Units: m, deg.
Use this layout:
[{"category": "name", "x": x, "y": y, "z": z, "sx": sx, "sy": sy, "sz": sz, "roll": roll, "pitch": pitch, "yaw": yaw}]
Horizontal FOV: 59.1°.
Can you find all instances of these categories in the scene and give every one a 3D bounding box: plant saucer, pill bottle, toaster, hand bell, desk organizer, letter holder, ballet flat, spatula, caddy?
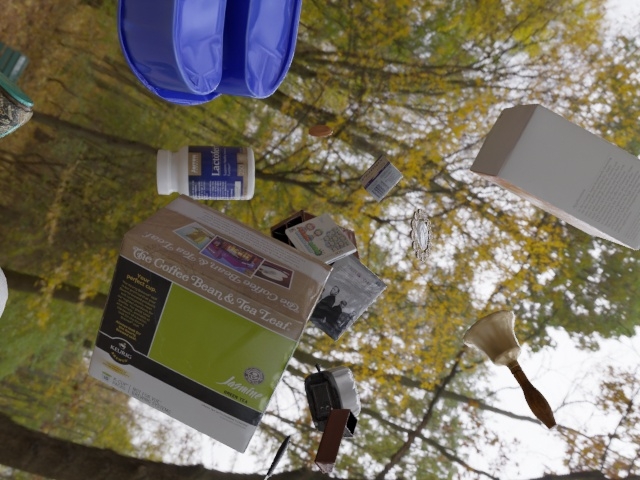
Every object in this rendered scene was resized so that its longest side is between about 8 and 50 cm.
[{"category": "plant saucer", "x": 0.000, "y": -0.375, "z": 1.926, "sx": 0.084, "sy": 0.083, "sz": 0.013, "roll": -99, "pitch": -176, "yaw": -55}, {"category": "pill bottle", "x": -0.324, "y": -0.192, "z": 1.600, "sx": 0.153, "sy": 0.264, "sz": 0.153, "roll": 179, "pitch": -90, "yaw": -78}, {"category": "toaster", "x": 0.040, "y": 0.501, "z": 1.840, "sx": 0.129, "sy": 0.146, "sz": 0.227, "roll": -22, "pitch": -101, "yaw": 30}, {"category": "hand bell", "x": 0.410, "y": 0.277, "z": 1.168, "sx": 0.126, "sy": 0.126, "sz": 0.242, "roll": -49, "pitch": -134, "yaw": 26}, {"category": "desk organizer", "x": 0.035, "y": 0.427, "z": 1.207, "sx": 0.050, "sy": 0.047, "sz": 0.130, "roll": -11, "pitch": -143, "yaw": 30}, {"category": "letter holder", "x": -0.006, "y": 0.055, "z": 1.957, "sx": 0.152, "sy": 0.301, "sz": 0.215, "roll": -27, "pitch": -119, "yaw": 31}, {"category": "ballet flat", "x": -0.963, "y": -0.470, "z": 1.486, "sx": 0.182, "sy": 0.483, "sz": 0.164, "roll": -39, "pitch": 177, "yaw": 5}, {"category": "spatula", "x": -0.171, "y": 0.692, "z": 1.630, "sx": 0.297, "sy": 0.030, "sz": 0.084, "roll": -53, "pitch": 160, "yaw": -9}, {"category": "caddy", "x": -0.165, "y": -0.365, "z": 0.828, "sx": 0.179, "sy": 0.241, "sz": 0.342, "roll": 27, "pitch": -65, "yaw": 39}]

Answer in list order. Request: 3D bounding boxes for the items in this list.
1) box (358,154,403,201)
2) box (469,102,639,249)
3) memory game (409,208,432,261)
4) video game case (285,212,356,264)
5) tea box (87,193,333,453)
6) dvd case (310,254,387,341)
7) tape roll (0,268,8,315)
[{"category": "box", "x": 0.207, "y": -0.216, "z": 1.954, "sx": 0.126, "sy": 0.072, "sz": 0.137, "roll": -47, "pitch": -162, "yaw": 10}, {"category": "box", "x": 0.541, "y": -0.144, "z": 1.242, "sx": 0.168, "sy": 0.345, "sz": 0.215, "roll": -62, "pitch": -175, "yaw": 9}, {"category": "memory game", "x": 0.345, "y": -0.018, "z": 1.936, "sx": 0.012, "sy": 0.186, "sz": 0.186, "roll": -5, "pitch": -125, "yaw": 32}, {"category": "video game case", "x": 0.000, "y": 0.000, "z": 1.596, "sx": 0.157, "sy": 0.143, "sz": 0.019, "roll": 52, "pitch": -27, "yaw": 31}, {"category": "tea box", "x": -0.200, "y": 0.146, "z": 1.043, "sx": 0.324, "sy": 0.328, "sz": 0.220, "roll": -64, "pitch": 178, "yaw": 27}, {"category": "dvd case", "x": 0.061, "y": 0.169, "z": 1.726, "sx": 0.239, "sy": 0.179, "sz": 0.029, "roll": -48, "pitch": -166, "yaw": 5}, {"category": "tape roll", "x": -0.881, "y": 0.131, "z": 1.289, "sx": 0.100, "sy": 0.285, "sz": 0.286, "roll": 88, "pitch": 17, "yaw": -62}]
